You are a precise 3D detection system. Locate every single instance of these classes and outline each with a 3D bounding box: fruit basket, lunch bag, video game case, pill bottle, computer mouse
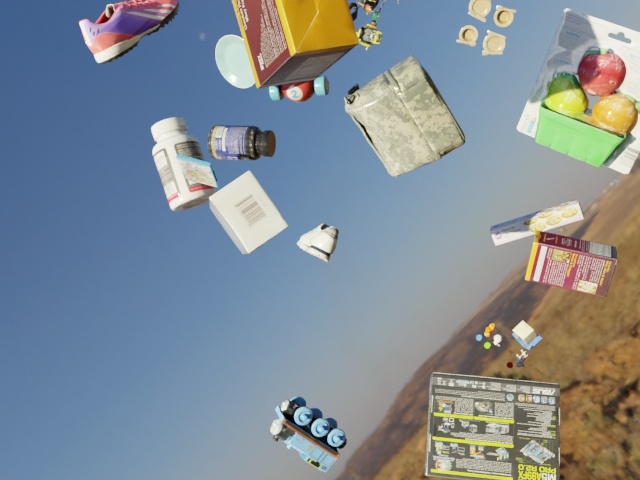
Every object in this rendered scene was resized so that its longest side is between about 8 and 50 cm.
[{"bbox_3d":[0.736,-0.393,1.886,0.165,0.327,0.352,-33,-36,-58],"label":"fruit basket"},{"bbox_3d":[0.246,-0.364,2.125,0.256,0.305,0.212,-32,27,10],"label":"lunch bag"},{"bbox_3d":[-0.407,-0.230,2.362,0.166,0.119,0.015,87,-160,-70],"label":"video game case"},{"bbox_3d":[-0.511,-0.282,2.607,0.177,0.318,0.176,-19,-5,-2],"label":"pill bottle"},{"bbox_3d":[0.147,-0.861,2.610,0.041,0.071,0.242,-9,29,41],"label":"computer mouse"},{"bbox_3d":[-0.274,-0.343,2.495,0.123,0.219,0.122,4,-90,-74],"label":"pill bottle"}]

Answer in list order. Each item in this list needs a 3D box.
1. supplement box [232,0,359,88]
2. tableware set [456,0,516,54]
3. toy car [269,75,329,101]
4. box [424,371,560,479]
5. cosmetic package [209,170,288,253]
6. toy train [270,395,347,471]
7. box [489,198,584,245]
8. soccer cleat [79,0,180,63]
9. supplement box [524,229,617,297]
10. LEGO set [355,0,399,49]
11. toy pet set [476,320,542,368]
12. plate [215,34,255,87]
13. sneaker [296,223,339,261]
[{"bbox_3d":[-0.052,-0.406,1.297,0.129,0.191,0.194,-15,-1,-26],"label":"supplement box"},{"bbox_3d":[0.486,-0.627,2.077,0.020,0.141,0.168,-66,-8,-58],"label":"tableware set"},{"bbox_3d":[-0.107,-0.624,2.555,0.238,0.219,0.210,15,-106,-70],"label":"toy car"},{"bbox_3d":[0.361,0.399,1.495,0.060,0.270,0.216,71,-156,-71],"label":"box"},{"bbox_3d":[-0.238,-0.080,2.284,0.156,0.217,0.385,-35,2,-10],"label":"cosmetic package"},{"bbox_3d":[-0.027,0.421,1.552,0.105,0.184,0.080,-52,22,-1],"label":"toy train"},{"bbox_3d":[0.776,-0.064,2.553,0.324,0.067,0.063,-18,13,22],"label":"box"},{"bbox_3d":[-0.482,-0.574,1.826,0.109,0.116,0.318,-3,37,40],"label":"soccer cleat"},{"bbox_3d":[0.591,0.054,1.679,0.081,0.188,0.104,-50,-31,-58],"label":"supplement box"},{"bbox_3d":[0.104,-0.710,2.011,0.192,0.255,0.331,-88,24,-76],"label":"LEGO set"},{"bbox_3d":[0.457,0.244,1.687,0.114,0.122,0.065,-41,-45,-2],"label":"toy pet set"},{"bbox_3d":[-0.281,-0.615,2.436,0.024,0.188,0.188,-42,-13,-42],"label":"plate"},{"bbox_3d":[0.000,0.000,1.999,0.094,0.090,0.235,-65,16,-1],"label":"sneaker"}]
